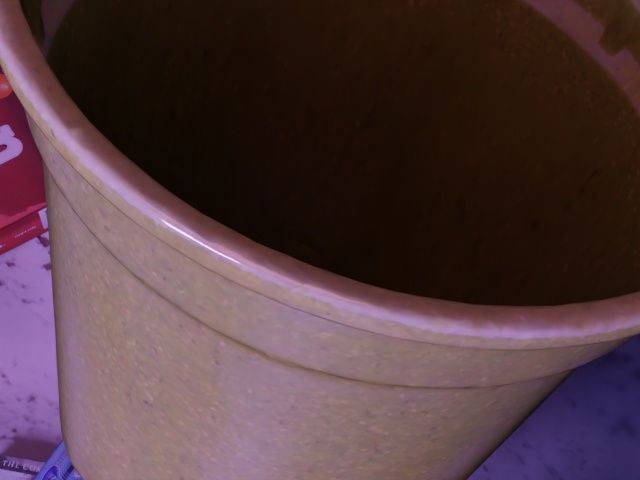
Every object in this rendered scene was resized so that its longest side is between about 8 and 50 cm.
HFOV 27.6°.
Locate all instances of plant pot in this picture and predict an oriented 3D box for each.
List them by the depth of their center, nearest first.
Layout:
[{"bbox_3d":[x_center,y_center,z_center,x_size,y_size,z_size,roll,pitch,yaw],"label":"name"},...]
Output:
[{"bbox_3d":[0.000,0.000,0.512,0.276,0.254,0.276,9,48,-11],"label":"plant pot"}]

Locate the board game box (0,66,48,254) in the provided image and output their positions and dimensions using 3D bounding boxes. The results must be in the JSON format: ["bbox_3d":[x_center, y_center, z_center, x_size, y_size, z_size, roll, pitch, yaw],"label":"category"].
[{"bbox_3d":[-0.256,-0.095,0.740,0.145,0.027,0.281,-29,65,-17],"label":"board game box"}]

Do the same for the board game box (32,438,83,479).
[{"bbox_3d":[-0.074,0.149,0.585,0.136,0.035,0.201,30,61,9],"label":"board game box"}]

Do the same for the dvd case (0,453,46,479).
[{"bbox_3d":[-0.129,0.162,0.604,0.087,0.013,0.119,10,59,5],"label":"dvd case"}]
